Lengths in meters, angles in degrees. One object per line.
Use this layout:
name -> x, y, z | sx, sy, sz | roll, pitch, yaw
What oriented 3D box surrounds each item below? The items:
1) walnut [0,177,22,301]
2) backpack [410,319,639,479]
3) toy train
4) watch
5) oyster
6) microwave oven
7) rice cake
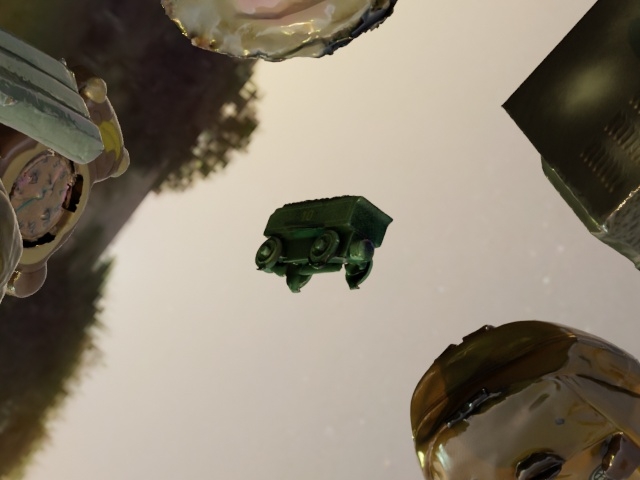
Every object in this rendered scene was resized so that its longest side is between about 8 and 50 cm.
walnut -> -0.470, -0.010, 1.527 | 0.282, 0.277, 0.253 | -22, 144, -14
backpack -> 0.291, 0.273, 1.944 | 0.353, 0.378, 0.201 | -44, -145, 19
toy train -> 0.000, 0.000, 1.531 | 0.172, 0.070, 0.099 | -6, -123, 49
watch -> -0.515, -0.132, 2.167 | 0.335, 0.326, 0.314 | -49, 148, -27
oyster -> -0.035, -0.263, 1.326 | 0.092, 0.259, 0.198 | -99, -160, -56
microwave oven -> 0.468, -0.101, 1.551 | 0.374, 0.432, 0.236 | -48, -140, 18
rice cake -> -0.291, -0.150, 1.252 | 0.043, 0.237, 0.127 | -41, -127, 20
